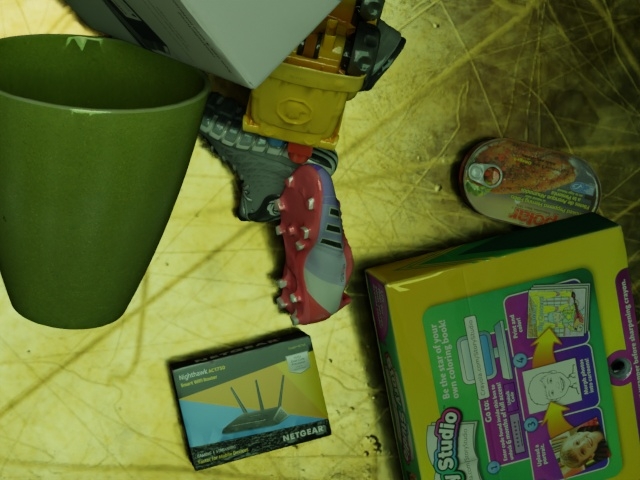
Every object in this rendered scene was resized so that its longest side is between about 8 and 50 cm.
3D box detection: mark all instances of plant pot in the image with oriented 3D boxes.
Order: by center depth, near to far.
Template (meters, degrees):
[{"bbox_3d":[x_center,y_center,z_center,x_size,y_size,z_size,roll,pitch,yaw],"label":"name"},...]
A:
[{"bbox_3d":[-0.277,-0.057,1.861,0.274,0.275,0.293,3,113,-13],"label":"plant pot"}]

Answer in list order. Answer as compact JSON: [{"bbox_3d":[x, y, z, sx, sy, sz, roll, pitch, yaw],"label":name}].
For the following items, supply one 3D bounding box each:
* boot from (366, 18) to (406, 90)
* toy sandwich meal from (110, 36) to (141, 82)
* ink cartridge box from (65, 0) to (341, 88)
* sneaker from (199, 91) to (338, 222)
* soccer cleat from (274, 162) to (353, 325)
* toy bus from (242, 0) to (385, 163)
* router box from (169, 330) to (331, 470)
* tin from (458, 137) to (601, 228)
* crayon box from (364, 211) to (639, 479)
[{"bbox_3d":[0.034,-0.316,1.976,0.338,0.118,0.223,-42,106,6],"label":"boot"},{"bbox_3d":[-0.215,-0.229,1.961,0.085,0.029,0.086,0,89,-10],"label":"toy sandwich meal"},{"bbox_3d":[-0.118,-0.348,1.758,0.285,0.395,0.166,-47,125,-12],"label":"ink cartridge box"},{"bbox_3d":[-0.102,-0.090,1.976,0.228,0.086,0.132,24,119,5],"label":"sneaker"},{"bbox_3d":[0.000,0.000,1.963,0.095,0.083,0.248,-20,136,-26],"label":"soccer cleat"},{"bbox_3d":[-0.015,-0.203,1.864,0.149,0.220,0.211,11,138,0],"label":"toy bus"},{"bbox_3d":[-0.088,0.199,2.022,0.179,0.046,0.133,-14,98,-11],"label":"router box"},{"bbox_3d":[0.267,-0.069,2.082,0.189,0.040,0.106,14,88,-14],"label":"tin"},{"bbox_3d":[0.245,0.178,2.053,0.313,0.106,0.363,-13,104,-10],"label":"crayon box"}]
